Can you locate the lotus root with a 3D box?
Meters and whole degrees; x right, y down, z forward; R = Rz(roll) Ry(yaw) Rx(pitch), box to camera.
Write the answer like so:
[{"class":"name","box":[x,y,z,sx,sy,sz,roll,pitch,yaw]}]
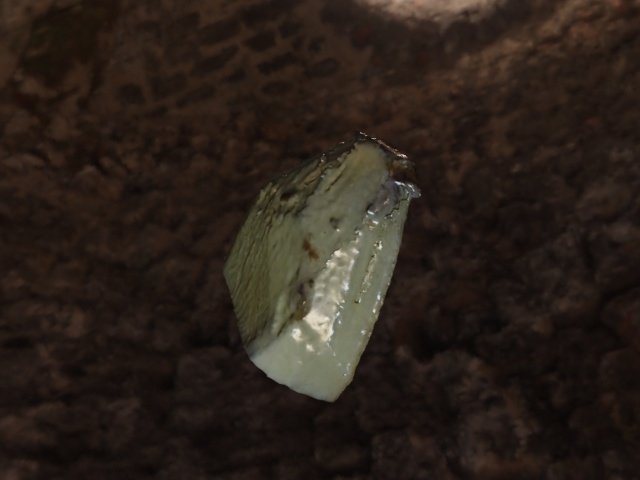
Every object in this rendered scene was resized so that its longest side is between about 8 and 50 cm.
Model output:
[{"class":"lotus root","box":[-0.004,-0.002,0.647,0.144,0.070,0.143,-62,-157,16]}]
